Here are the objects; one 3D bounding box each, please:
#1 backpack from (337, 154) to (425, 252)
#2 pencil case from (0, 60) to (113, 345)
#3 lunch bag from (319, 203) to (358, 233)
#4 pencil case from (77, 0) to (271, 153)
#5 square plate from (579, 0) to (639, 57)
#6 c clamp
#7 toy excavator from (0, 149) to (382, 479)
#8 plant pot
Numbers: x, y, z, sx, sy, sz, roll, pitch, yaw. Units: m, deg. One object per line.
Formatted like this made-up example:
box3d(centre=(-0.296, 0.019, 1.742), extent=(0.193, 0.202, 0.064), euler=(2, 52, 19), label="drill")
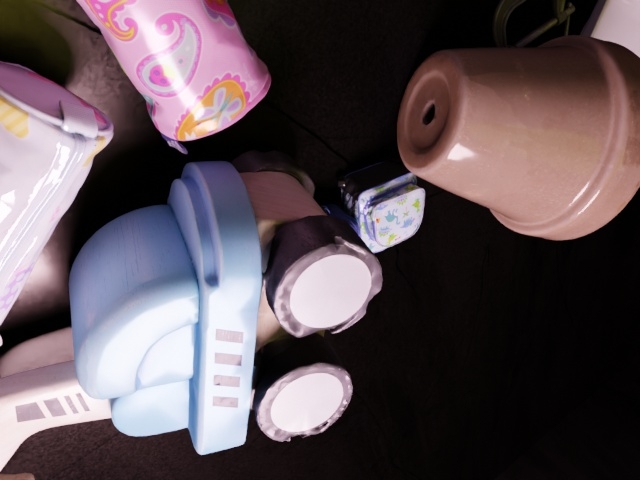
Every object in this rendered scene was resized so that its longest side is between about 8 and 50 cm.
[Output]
box3d(centre=(0.083, -0.039, 0.772), extent=(0.105, 0.084, 0.114), euler=(-24, 137, -21), label="backpack")
box3d(centre=(-0.277, -0.009, 0.465), extent=(0.113, 0.124, 0.273), euler=(21, 106, -46), label="pencil case")
box3d(centre=(0.000, 0.000, 0.741), extent=(0.065, 0.067, 0.098), euler=(-14, 128, -40), label="lunch bag")
box3d(centre=(-0.141, -0.207, 0.431), extent=(0.124, 0.124, 0.284), euler=(-38, 139, -10), label="pencil case")
box3d(centre=(0.493, -0.247, 0.975), extent=(0.347, 0.049, 0.344), euler=(-3, 123, -38), label="square plate")
box3d(centre=(0.296, -0.301, 0.789), extent=(0.161, 0.022, 0.137), euler=(-32, 137, -17), label="c clamp")
box3d(centre=(-0.209, 0.127, 0.599), extent=(0.445, 0.222, 0.433), euler=(-4, 123, -22), label="toy excavator")
box3d(centre=(0.230, -0.138, 0.716), extent=(0.229, 0.263, 0.263), euler=(5, 119, -23), label="plant pot")
